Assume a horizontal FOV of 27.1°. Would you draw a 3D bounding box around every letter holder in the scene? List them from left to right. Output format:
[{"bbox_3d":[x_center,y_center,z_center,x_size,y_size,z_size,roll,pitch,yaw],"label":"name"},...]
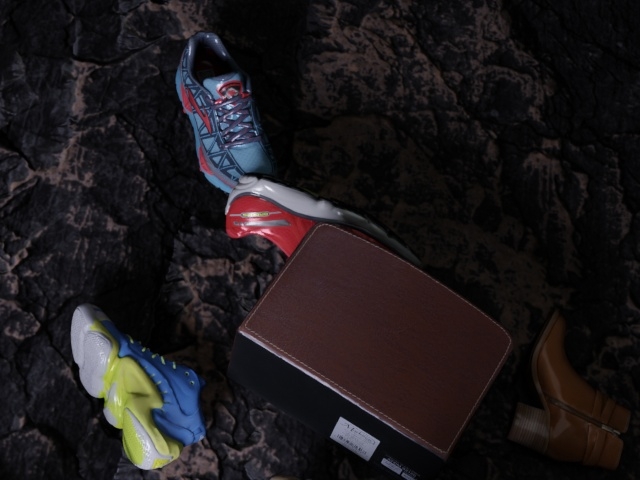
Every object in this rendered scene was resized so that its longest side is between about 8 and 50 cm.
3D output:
[{"bbox_3d":[0.066,0.144,1.706,0.301,0.152,0.214,31,61,8],"label":"letter holder"}]

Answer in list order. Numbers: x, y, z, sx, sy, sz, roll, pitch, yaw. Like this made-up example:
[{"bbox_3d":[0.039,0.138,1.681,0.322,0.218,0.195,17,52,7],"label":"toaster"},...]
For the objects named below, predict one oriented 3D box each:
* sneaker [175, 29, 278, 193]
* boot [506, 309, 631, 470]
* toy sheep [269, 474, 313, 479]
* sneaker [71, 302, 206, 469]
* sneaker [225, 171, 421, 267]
[{"bbox_3d":[-0.137,-0.179,1.851,0.104,0.125,0.262,-21,68,-17],"label":"sneaker"},{"bbox_3d":[0.341,0.202,1.762,0.152,0.073,0.197,18,74,2],"label":"boot"},{"bbox_3d":[-0.020,0.344,1.628,0.091,0.091,0.132,-34,86,-22],"label":"toy sheep"},{"bbox_3d":[-0.226,0.177,1.693,0.126,0.091,0.240,-14,64,-35],"label":"sneaker"},{"bbox_3d":[0.000,0.000,1.808,0.279,0.107,0.118,21,97,-10],"label":"sneaker"}]
